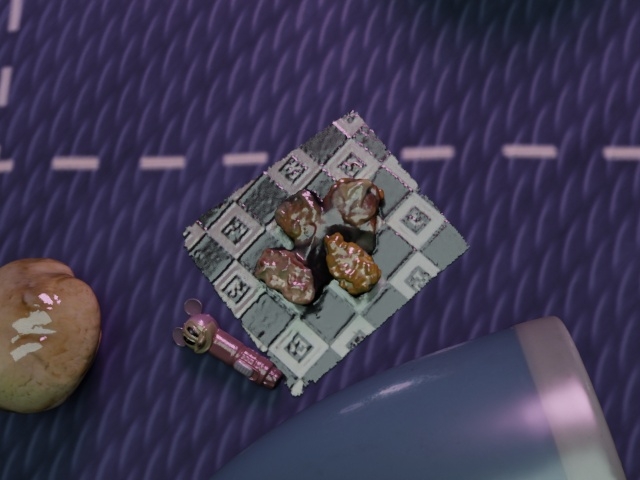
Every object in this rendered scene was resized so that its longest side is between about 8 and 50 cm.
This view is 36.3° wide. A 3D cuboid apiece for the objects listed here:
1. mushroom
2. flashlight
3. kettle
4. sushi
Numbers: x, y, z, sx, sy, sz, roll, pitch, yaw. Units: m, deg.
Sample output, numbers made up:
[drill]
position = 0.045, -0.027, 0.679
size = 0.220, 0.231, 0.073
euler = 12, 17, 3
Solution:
[mushroom]
position = -0.251, 0.084, 0.851
size = 0.112, 0.148, 0.148
euler = 22, 77, -29
[flashlight]
position = -0.083, 0.098, 0.868
size = 0.110, 0.031, 0.052
euler = 31, 114, 11
[kettle]
position = 0.051, 0.240, 0.690
size = 0.342, 0.247, 0.319
euler = -17, 31, 6
[sushi]
position = 0.000, 0.000, 0.879
size = 0.210, 0.040, 0.193
euler = -38, 75, -3
